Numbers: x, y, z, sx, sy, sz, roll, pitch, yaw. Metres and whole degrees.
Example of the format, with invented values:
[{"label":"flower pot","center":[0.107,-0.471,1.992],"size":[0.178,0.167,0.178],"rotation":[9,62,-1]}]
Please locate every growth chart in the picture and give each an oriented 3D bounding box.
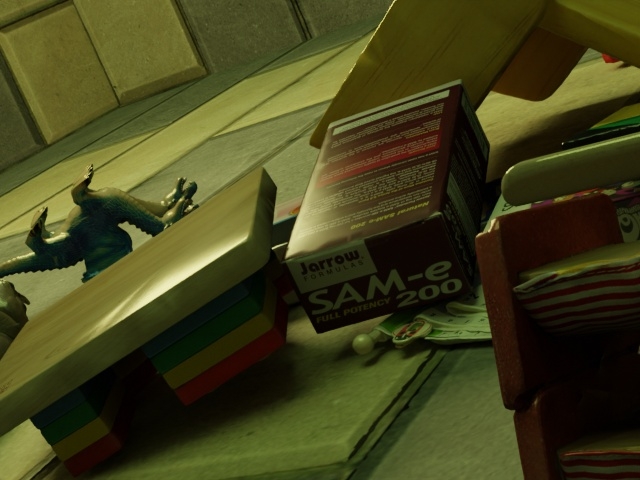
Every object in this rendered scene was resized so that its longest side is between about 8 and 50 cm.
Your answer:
[{"label":"growth chart","center":[0.158,0.032,0.946],"size":[0.237,0.021,0.172],"rotation":[-10,18,42]}]

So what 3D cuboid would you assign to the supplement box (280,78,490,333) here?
[{"label":"supplement box","center":[0.059,-0.033,1.060],"size":[0.130,0.073,0.239],"rotation":[-17,25,20]}]

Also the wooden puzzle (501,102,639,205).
[{"label":"wooden puzzle","center":[0.244,-0.075,0.810],"size":[0.221,0.044,0.239],"rotation":[-13,2,28]}]

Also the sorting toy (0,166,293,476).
[{"label":"sorting toy","center":[-0.131,0.069,1.063],"size":[0.257,0.089,0.255],"rotation":[-33,12,8]}]

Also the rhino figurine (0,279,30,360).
[{"label":"rhino figurine","center":[-0.318,0.102,1.277],"size":[0.073,0.106,0.243],"rotation":[-29,13,12]}]

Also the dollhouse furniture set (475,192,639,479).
[{"label":"dollhouse furniture set","center":[0.262,0.026,0.615],"size":[0.201,0.152,0.374],"rotation":[-12,0,40]}]

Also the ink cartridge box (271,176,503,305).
[{"label":"ink cartridge box","center":[0.000,0.000,1.251],"size":[0.371,0.069,0.176],"rotation":[-18,14,13]}]

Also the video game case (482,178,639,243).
[{"label":"video game case","center":[0.242,-0.040,0.975],"size":[0.232,0.041,0.210],"rotation":[-15,10,17]}]

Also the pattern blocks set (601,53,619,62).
[{"label":"pattern blocks set","center":[0.518,-0.284,1.554],"size":[0.325,0.026,0.285],"rotation":[-10,19,44]}]

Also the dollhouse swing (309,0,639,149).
[{"label":"dollhouse swing","center":[0.244,-0.147,1.289],"size":[0.315,0.305,0.347],"rotation":[-57,-12,31]}]

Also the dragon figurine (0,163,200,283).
[{"label":"dragon figurine","center":[-0.277,0.008,1.613],"size":[0.289,0.144,0.085],"rotation":[-43,16,0]}]
